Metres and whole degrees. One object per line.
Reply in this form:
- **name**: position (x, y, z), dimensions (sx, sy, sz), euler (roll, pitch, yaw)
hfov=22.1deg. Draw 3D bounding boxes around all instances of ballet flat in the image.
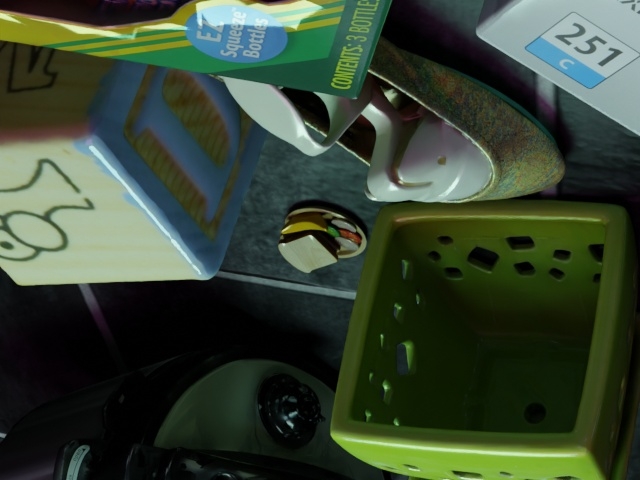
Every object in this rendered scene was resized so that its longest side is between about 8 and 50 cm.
- **ballet flat**: position (0.034, -0.097, 1.237), dimensions (0.348, 0.123, 0.123), euler (32, 146, -22)

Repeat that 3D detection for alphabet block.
- **alphabet block**: position (-0.177, -0.092, 1.281), dimensions (0.197, 0.193, 0.192), euler (-2, 142, 30)

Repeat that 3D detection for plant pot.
- **plant pot**: position (0.162, 0.113, 1.405), dimensions (0.227, 0.228, 0.207), euler (1, 151, 25)

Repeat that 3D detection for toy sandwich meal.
- **toy sandwich meal**: position (0.000, 0.000, 1.488), dimensions (0.085, 0.029, 0.085), euler (13, 149, 8)

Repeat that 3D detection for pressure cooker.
- **pressure cooker**: position (-0.129, 0.297, 1.706), dimensions (0.420, 0.370, 0.376), euler (-21, 102, 45)

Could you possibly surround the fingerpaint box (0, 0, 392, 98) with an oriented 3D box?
- **fingerpaint box**: position (-0.111, -0.286, 0.905), dimensions (0.371, 0.163, 0.445), euler (9, 149, -7)

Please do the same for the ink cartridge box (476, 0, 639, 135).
- **ink cartridge box**: position (0.294, -0.142, 1.078), dimensions (0.296, 0.066, 0.261), euler (28, 149, -17)
